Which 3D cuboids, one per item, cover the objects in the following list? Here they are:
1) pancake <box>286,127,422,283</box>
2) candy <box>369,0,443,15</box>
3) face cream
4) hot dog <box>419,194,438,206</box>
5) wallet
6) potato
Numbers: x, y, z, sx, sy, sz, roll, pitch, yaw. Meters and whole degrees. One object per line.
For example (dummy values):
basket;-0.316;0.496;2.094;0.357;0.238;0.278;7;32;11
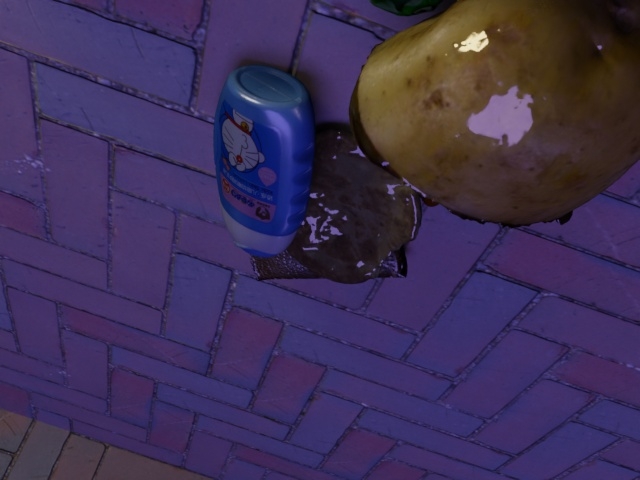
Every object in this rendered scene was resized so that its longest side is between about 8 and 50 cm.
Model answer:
pancake;0.026;-0.044;0.982;0.223;0.042;0.236;26;133;14
candy;0.026;-0.338;0.620;0.097;0.097;0.323;-11;127;33
face cream;-0.075;-0.085;0.930;0.149;0.083;0.263;35;139;26
hot dog;0.168;-0.082;0.894;0.078;0.061;0.169;25;143;-12
wallet;0.000;0.000;1.082;0.243;0.039;0.132;-3;126;23
potato;0.195;-0.139;0.659;0.286;0.242;0.242;20;144;-19
